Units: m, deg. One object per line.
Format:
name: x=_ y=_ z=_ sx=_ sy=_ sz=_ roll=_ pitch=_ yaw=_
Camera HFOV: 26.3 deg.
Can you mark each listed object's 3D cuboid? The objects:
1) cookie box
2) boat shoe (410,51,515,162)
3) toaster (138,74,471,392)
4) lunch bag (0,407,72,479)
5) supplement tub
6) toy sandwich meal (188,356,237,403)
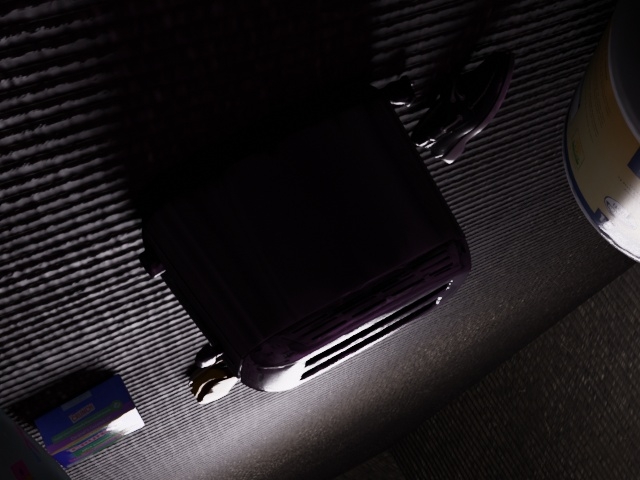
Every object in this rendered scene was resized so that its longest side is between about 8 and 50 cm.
cookie box: x=-0.220 y=0.175 z=1.318 sx=0.091 sy=0.040 sz=0.107 roll=-28 pitch=166 yaw=-9
boat shoe: x=0.105 y=-0.102 z=1.019 sx=0.125 sy=0.038 sz=0.046 roll=128 pitch=-18 yaw=-59
toaster: x=0.000 y=0.000 z=0.924 sx=0.227 sy=0.146 sz=0.129 roll=-28 pitch=168 yaw=-15
lunch bag: x=-0.255 y=0.240 z=1.075 sx=0.160 sy=0.223 sz=0.262 roll=-32 pitch=167 yaw=-18
supplement tub: x=0.318 y=-0.112 z=1.039 sx=0.228 sy=0.228 sz=0.316 roll=-29 pitch=167 yaw=-7
toy sandwich meal: x=-0.108 y=0.147 z=1.488 sx=0.085 sy=0.029 sz=0.085 roll=-29 pitch=167 yaw=-7
